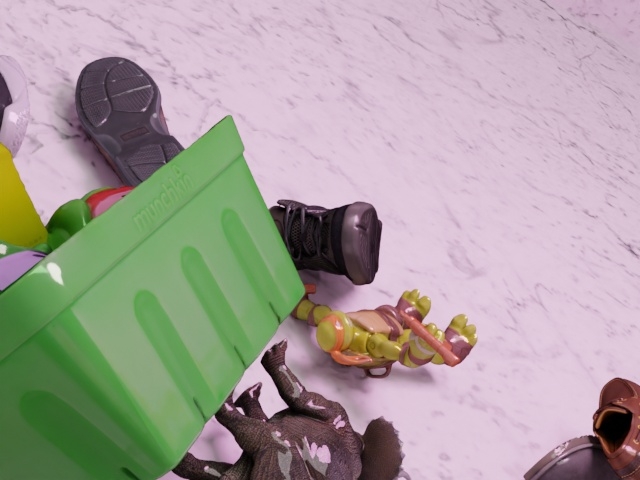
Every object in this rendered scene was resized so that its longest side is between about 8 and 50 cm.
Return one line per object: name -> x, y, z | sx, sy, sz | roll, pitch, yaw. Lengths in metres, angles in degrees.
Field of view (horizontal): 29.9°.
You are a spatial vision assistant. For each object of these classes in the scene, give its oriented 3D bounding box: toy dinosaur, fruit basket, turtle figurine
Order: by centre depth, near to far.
fruit basket -> -0.236, 0.012, 0.934 | 0.392, 0.283, 0.392 | 37, 32, -28
toy dinosaur -> -0.032, 0.188, 0.981 | 0.160, 0.121, 0.313 | 45, 32, 14
turtle figurine -> 0.069, 0.100, 1.238 | 0.269, 0.087, 0.217 | 14, 6, 39

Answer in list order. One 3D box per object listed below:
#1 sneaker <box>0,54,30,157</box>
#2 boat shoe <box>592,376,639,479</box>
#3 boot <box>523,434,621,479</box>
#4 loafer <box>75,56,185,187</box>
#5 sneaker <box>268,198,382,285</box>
sneaker -> -0.397, -0.168, 1.187 | 0.153, 0.101, 0.268 | 4, 34, -41
boat shoe -> 0.319, 0.191, 1.257 | 0.060, 0.064, 0.178 | 39, 21, -12
boot -> 0.325, 0.302, 1.241 | 0.189, 0.076, 0.208 | 1, 49, -42
loafer -> -0.205, -0.102, 1.319 | 0.096, 0.084, 0.267 | -17, 45, -16
sneaker -> 0.000, 0.000, 1.283 | 0.130, 0.087, 0.227 | 4, 1, 3
